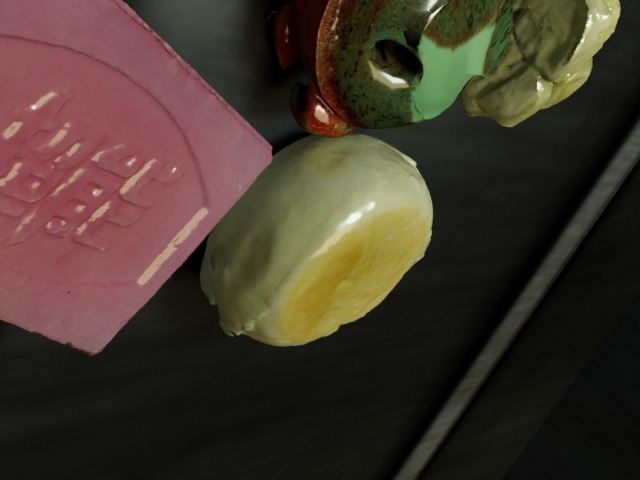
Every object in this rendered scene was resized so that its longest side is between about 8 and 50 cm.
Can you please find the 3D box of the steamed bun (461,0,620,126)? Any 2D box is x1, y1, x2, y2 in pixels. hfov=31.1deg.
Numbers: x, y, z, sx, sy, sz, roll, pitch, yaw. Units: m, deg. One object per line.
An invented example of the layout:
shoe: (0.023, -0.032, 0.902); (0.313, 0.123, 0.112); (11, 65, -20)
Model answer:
steamed bun: (0.203, -0.210, 1.151); (0.106, 0.177, 0.192); (-3, 130, -49)

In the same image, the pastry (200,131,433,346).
pastry: (-0.002, 0.000, 1.184); (0.265, 0.133, 0.265); (-36, 153, -22)

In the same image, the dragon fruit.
dragon fruit: (0.076, -0.206, 1.022); (0.268, 0.130, 0.295); (-45, 156, -14)

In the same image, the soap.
soap: (-0.204, -0.073, 0.781); (0.233, 0.128, 0.359); (-47, 153, 1)
